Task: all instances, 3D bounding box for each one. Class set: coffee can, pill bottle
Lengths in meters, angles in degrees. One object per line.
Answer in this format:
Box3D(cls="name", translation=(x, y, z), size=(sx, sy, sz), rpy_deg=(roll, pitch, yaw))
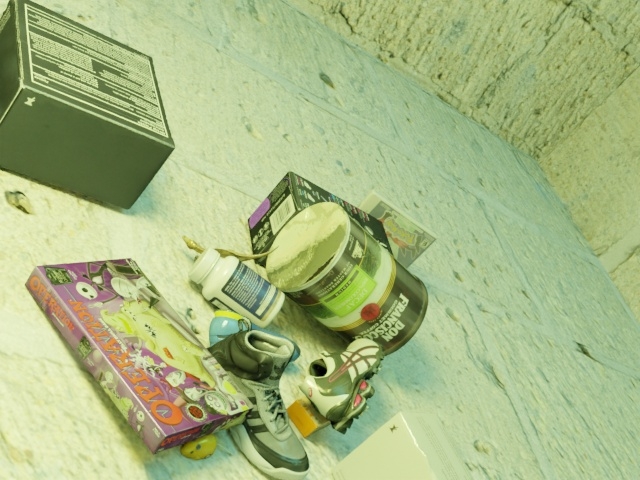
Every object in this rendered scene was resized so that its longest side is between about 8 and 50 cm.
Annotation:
Box3D(cls="coffee can", translation=(0.055, 0.082, 1.791), size=(0.275, 0.201, 0.201), rpy_deg=(41, 23, -34))
Box3D(cls="pill bottle", translation=(-0.158, 0.088, 1.662), size=(0.169, 0.094, 0.094), rpy_deg=(38, 26, -12))

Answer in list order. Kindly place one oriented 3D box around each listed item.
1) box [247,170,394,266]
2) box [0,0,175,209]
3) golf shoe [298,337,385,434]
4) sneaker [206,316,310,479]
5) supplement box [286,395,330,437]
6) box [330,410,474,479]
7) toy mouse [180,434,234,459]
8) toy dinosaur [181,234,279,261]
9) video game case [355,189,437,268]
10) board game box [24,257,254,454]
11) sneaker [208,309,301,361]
Box3D(cls="box", translation=(0.000, 0.000, 1.938), size=(0.270, 0.165, 0.143), rpy_deg=(27, 29, -30))
Box3D(cls="box", translation=(-0.454, -0.247, 1.642), size=(0.296, 0.182, 0.294), rpy_deg=(21, 33, -36))
Box3D(cls="golf shoe", translation=(0.042, 0.233, 1.645), size=(0.120, 0.105, 0.273), rpy_deg=(37, 20, -3))
Box3D(cls="sneaker", translation=(-0.084, 0.252, 1.451), size=(0.268, 0.153, 0.101), rpy_deg=(50, 27, 12))
Box3D(cls="supplement box", translation=(-0.010, 0.306, 1.609), size=(0.062, 0.036, 0.098), rpy_deg=(51, 26, 15))
Box3D(cls="box", translation=(0.145, 0.411, 1.508), size=(0.119, 0.182, 0.181), rpy_deg=(15, 38, -48))
Box3D(cls="toy mouse", translation=(-0.211, 0.268, 1.384), size=(0.161, 0.031, 0.143), rpy_deg=(8, 43, -50))
Box3D(cls="toy dinosaur", translation=(-0.174, 0.033, 1.709), size=(0.183, 0.092, 0.053), rpy_deg=(8, 67, -4))
Box3D(cls="video game case", translation=(0.142, -0.002, 2.122), size=(0.201, 0.183, 0.023), rpy_deg=(33, 26, -20))
Box3D(cls="board game box", translation=(-0.277, 0.163, 1.389), size=(0.347, 0.056, 0.208), rpy_deg=(46, 29, 22))
Box3D(cls="sneaker", translation=(-0.120, 0.194, 1.608), size=(0.209, 0.069, 0.082), rpy_deg=(31, 59, -42))
